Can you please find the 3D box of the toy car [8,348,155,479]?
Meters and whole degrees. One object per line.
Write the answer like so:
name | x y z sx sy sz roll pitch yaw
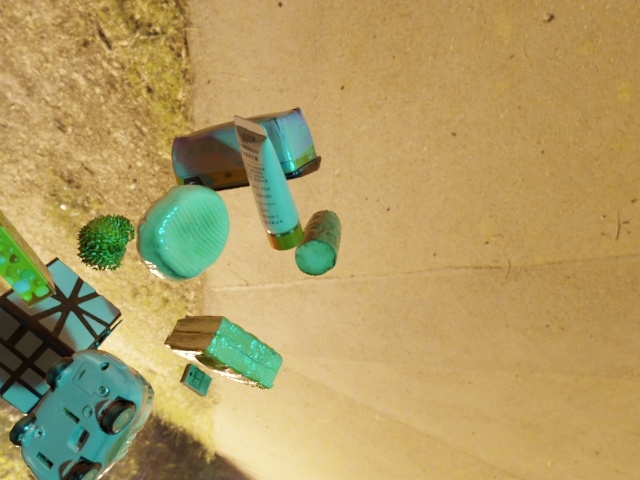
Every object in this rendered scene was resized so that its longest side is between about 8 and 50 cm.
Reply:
toy car | -0.451 0.358 1.018 0.180 0.271 0.212 28 176 18

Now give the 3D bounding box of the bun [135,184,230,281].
bun | -0.293 -0.021 1.037 0.127 0.222 0.222 15 146 33

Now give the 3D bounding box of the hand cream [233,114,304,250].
hand cream | -0.121 -0.124 1.119 0.139 0.089 0.314 33 149 45

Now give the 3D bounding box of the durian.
durian | -0.803 0.010 1.869 0.237 0.176 0.200 -44 76 24

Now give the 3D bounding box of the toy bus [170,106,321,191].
toy bus | -0.204 -0.221 1.271 0.386 0.171 0.162 -6 106 26

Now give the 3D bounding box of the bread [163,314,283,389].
bread | -0.256 0.295 1.334 0.246 0.111 0.239 -6 141 47

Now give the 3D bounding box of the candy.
candy | -0.377 0.018 0.613 0.062 0.038 0.122 32 150 53

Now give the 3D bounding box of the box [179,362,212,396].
box | -0.320 0.360 1.297 0.024 0.053 0.083 -13 134 29

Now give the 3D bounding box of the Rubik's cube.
Rubik's cube | -0.812 0.275 1.476 0.293 0.288 0.283 42 109 -12

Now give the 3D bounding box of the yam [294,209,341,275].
yam | 0.000 0.000 1.308 0.107 0.194 0.107 3 118 6
